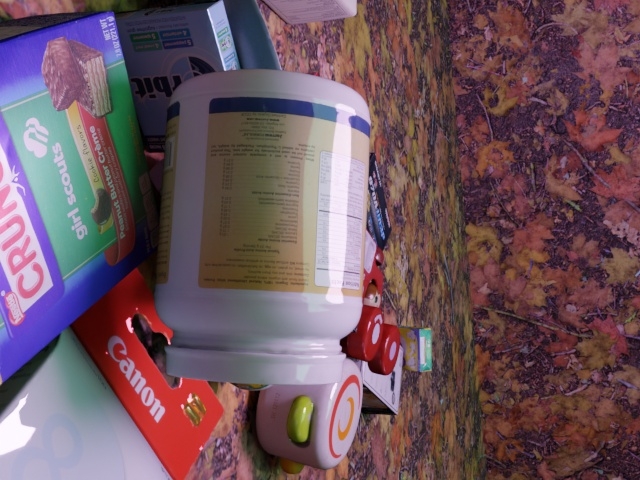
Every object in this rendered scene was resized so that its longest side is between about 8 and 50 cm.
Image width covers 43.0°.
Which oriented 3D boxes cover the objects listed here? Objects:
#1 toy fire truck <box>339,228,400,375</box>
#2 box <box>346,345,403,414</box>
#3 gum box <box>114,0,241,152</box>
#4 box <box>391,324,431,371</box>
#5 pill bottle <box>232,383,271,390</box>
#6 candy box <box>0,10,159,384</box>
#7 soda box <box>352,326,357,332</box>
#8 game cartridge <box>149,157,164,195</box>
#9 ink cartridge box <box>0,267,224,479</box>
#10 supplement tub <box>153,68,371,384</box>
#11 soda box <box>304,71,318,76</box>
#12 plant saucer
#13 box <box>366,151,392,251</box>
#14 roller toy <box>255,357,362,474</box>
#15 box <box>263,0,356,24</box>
[{"bbox_3d":[0.066,0.109,1.567,0.302,0.169,0.254,47,56,-61],"label":"toy fire truck"},{"bbox_3d":[0.104,0.276,1.823,0.290,0.087,0.169,51,42,-58],"label":"box"},{"bbox_3d":[-0.174,-0.202,1.032,0.041,0.156,0.184,-54,138,-49],"label":"gum box"},{"bbox_3d":[0.199,0.262,2.000,0.043,0.179,0.105,1,87,-34],"label":"box"},{"bbox_3d":[-0.125,0.139,1.169,0.208,0.117,0.118,56,37,-63],"label":"pill bottle"},{"bbox_3d":[-0.292,-0.055,0.757,0.317,0.122,0.268,-51,137,-58],"label":"candy box"},{"bbox_3d":[-0.020,0.122,1.394,0.053,0.168,0.060,62,33,-50],"label":"soda box"},{"bbox_3d":[-0.094,0.016,1.202,0.230,0.068,0.355,52,8,22],"label":"game cartridge"},{"bbox_3d":[-0.218,0.216,0.900,0.308,0.091,0.385,64,31,-25],"label":"ink cartridge box"},{"bbox_3d":[-0.064,-0.007,0.895,0.228,0.228,0.316,16,76,-68],"label":"supplement tub"},{"bbox_3d":[-0.068,-0.190,1.404,0.263,0.092,0.083,-68,148,-47],"label":"soda box"},{"bbox_3d":[-0.118,-0.239,1.134,0.317,0.043,0.318,159,-90,-76],"label":"plant saucer"},{"bbox_3d":[0.108,-0.071,1.916,0.175,0.051,0.220,-62,144,-53],"label":"box"},{"bbox_3d":[-0.022,0.289,1.408,0.209,0.146,0.191,75,33,-45],"label":"roller toy"},{"bbox_3d":[-0.051,-0.492,1.407,0.311,0.147,0.121,19,70,-70],"label":"box"}]
